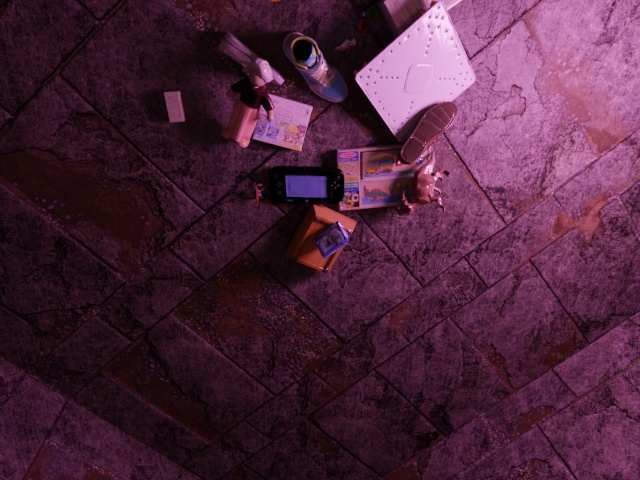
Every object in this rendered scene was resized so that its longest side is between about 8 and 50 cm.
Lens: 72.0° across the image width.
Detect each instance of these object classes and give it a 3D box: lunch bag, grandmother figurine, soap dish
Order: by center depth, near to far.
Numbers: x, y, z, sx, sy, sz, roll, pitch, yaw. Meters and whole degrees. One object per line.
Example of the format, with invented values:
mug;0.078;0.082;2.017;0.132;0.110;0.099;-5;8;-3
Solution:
grandmother figurine;-0.263;-0.517;1.653;0.207;0.104;0.342;25;130;-6
lunch bag;0.052;0.003;1.840;0.129;0.151;0.096;-37;114;11
soap dish;0.000;0.000;1.982;0.229;0.118;0.291;24;111;-17

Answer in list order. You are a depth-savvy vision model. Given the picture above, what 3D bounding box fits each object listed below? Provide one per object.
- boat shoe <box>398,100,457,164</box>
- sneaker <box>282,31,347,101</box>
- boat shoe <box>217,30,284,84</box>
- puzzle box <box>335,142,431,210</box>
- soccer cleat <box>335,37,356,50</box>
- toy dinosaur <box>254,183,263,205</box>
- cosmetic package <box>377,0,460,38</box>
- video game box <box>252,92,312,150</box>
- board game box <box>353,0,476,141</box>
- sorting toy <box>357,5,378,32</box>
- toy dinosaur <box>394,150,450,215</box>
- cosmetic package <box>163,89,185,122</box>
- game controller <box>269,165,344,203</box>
boat shoe;0.428;-0.441;1.803;0.307;0.104;0.111;-45;88;2
sneaker;-0.011;-0.628;1.635;0.319;0.208;0.127;39;104;-22
boat shoe;-0.262;-0.661;1.652;0.267;0.096;0.088;34;111;-19
puzzle box;0.274;-0.280;1.921;0.408;0.052;0.272;-6;115;-4
soccer cleat;0.096;-0.753;1.690;0.083;0.029;0.036;-15;107;-3
toy dinosaur;-0.264;-0.204;1.880;0.047;0.090;0.082;2;160;3
cosmetic package;0.385;-0.892;1.613;0.309;0.113;0.160;-31;115;9
video game box;-0.154;-0.477;1.777;0.205;0.048;0.187;13;111;-12
board game box;0.368;-0.633;1.697;0.390;0.050;0.390;-39;135;11
sorting toy;0.168;-0.836;1.657;0.061;0.042;0.102;35;95;-36
toy dinosaur;0.428;-0.228;1.873;0.200;0.127;0.296;3;109;-1
cosmetic package;-0.565;-0.521;1.709;0.060;0.041;0.115;-5;116;-5
game controller;-0.058;-0.234;1.869;0.319;0.067;0.167;2;114;5
